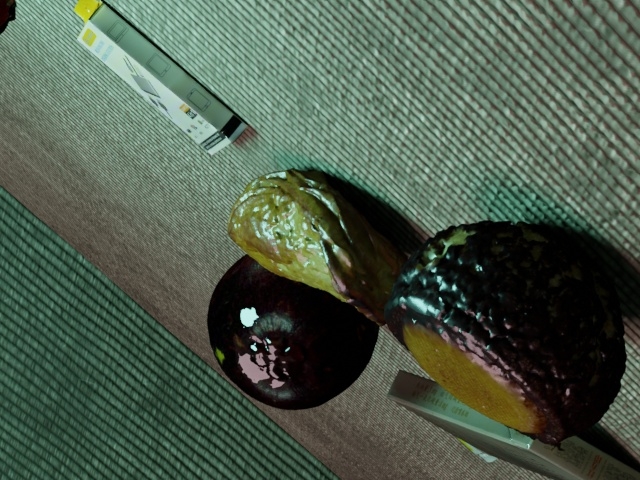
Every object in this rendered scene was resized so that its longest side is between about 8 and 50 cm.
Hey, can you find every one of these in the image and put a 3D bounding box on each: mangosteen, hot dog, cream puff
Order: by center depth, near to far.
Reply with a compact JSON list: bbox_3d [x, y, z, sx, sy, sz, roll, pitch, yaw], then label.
[{"bbox_3d":[0.183,0.077,1.534,0.239,0.165,0.239,36,166,10],"label":"cream puff"},{"bbox_3d":[0.003,-0.002,1.896,0.175,0.114,0.259,43,170,-39],"label":"hot dog"},{"bbox_3d":[-0.030,0.098,2.157,0.228,0.228,0.265,40,-155,-7],"label":"mangosteen"}]

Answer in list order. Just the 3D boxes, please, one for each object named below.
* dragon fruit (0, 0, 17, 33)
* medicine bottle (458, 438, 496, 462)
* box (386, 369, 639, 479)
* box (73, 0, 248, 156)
[{"bbox_3d":[-0.426,-0.321,1.871,0.160,0.166,0.172,0,-126,-41],"label":"dragon fruit"},{"bbox_3d":[0.229,0.284,2.397,0.083,0.047,0.047,44,166,-19],"label":"medicine bottle"},{"bbox_3d":[0.255,0.259,2.150,0.205,0.051,0.365,31,172,-25],"label":"box"},{"bbox_3d":[-0.201,-0.196,1.950,0.247,0.033,0.129,40,168,-8],"label":"box"}]
